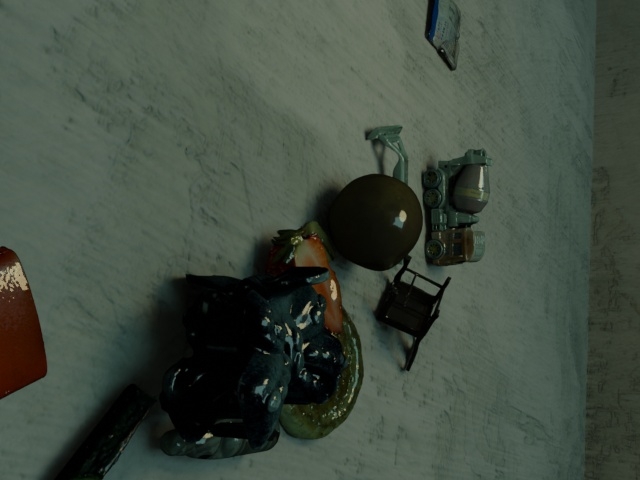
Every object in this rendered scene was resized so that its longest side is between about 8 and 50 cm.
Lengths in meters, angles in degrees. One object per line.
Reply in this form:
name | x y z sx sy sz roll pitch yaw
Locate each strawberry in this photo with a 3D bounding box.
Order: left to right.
strawberry | -0.022 0.067 1.176 0.187 0.082 0.146 61 36 -14

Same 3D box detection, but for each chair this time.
chair | 0.172 0.154 1.513 0.106 0.113 0.229 -60 173 -41

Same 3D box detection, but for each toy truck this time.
toy truck | 0.313 -0.072 1.693 0.108 0.140 0.257 3 85 -59

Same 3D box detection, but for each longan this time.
longan | 0.097 -0.031 1.318 0.189 0.189 0.189 8 81 -58

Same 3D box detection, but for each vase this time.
vase | -0.135 0.261 1.013 0.211 0.060 0.060 16 74 -57

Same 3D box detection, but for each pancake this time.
pancake | 0.002 0.208 1.262 0.253 0.037 0.254 8 80 -55

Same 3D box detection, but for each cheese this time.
cheese | 0.000 0.000 1.286 0.083 0.030 0.044 52 25 -37

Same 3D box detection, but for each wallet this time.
wallet | -0.352 0.100 0.691 0.204 0.045 0.142 -29 110 -56

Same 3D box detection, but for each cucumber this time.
cucumber | -0.243 0.236 0.843 0.046 0.070 0.220 42 44 -11

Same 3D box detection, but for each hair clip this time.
hair clip | -0.082 0.136 0.992 0.310 0.194 0.206 -4 93 -71

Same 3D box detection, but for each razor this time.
razor | 0.155 -0.090 1.517 0.111 0.056 0.278 -19 103 -59

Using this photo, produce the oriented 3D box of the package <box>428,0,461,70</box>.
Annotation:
package | 0.301 -0.522 1.823 0.173 0.027 0.171 31 65 -53
